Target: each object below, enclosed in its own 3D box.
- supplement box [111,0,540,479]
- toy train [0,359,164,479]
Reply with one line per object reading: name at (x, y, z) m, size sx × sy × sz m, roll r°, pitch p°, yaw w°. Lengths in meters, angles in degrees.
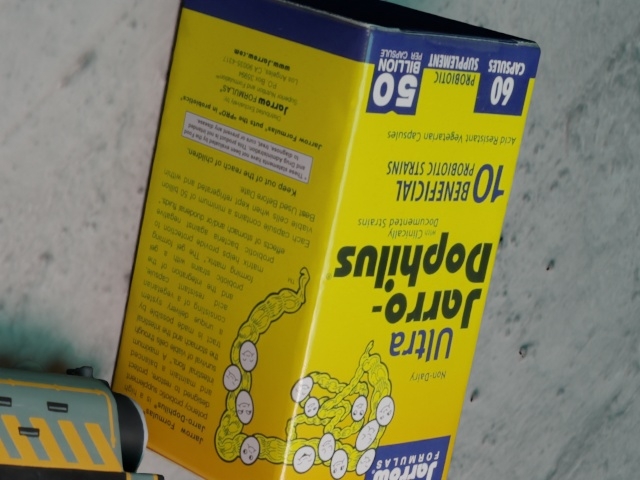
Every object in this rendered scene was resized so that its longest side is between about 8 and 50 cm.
supplement box at (0.000, 0.000, 1.400) m, size 0.194 × 0.195 × 0.357 m, roll -1°, pitch 107°, yaw -46°
toy train at (-0.233, 0.165, 1.252) m, size 0.334 × 0.142 × 0.190 m, roll 12°, pitch 67°, yaw -50°
